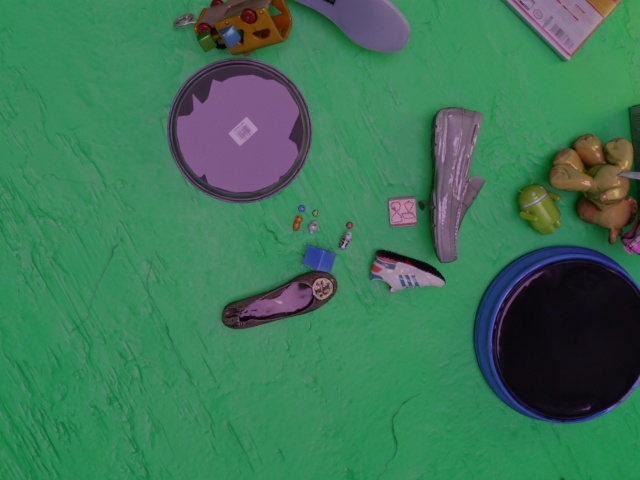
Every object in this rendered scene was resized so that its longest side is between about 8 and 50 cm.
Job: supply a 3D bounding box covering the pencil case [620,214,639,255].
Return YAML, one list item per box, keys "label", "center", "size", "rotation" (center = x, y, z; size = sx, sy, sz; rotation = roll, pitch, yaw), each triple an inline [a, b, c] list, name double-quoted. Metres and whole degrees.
- label: "pencil case"
  center: [0.671, -0.062, 1.488]
  size: [0.098, 0.095, 0.209]
  rotation: [-4, 127, -32]

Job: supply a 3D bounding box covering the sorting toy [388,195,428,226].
- label: "sorting toy"
  center: [0.185, -0.062, 1.600]
  size: [0.083, 0.012, 0.062]
  rotation: [-5, 92, -2]

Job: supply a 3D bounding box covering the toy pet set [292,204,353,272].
- label: "toy pet set"
  center: [0.000, 0.000, 1.559]
  size: [0.122, 0.065, 0.114]
  rotation: [18, 94, -7]

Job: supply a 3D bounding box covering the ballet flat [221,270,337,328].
- label: "ballet flat"
  center: [-0.083, 0.127, 1.567]
  size: [0.250, 0.058, 0.084]
  rotation: [-16, 98, -4]

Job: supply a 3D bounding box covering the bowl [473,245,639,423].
- label: "bowl"
  center: [0.527, 0.206, 1.634]
  size: [0.392, 0.077, 0.390]
  rotation: [-1, 96, -6]

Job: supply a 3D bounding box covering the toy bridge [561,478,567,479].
- label: "toy bridge"
  center: [0.494, 0.610, 1.696]
  size: [0.063, 0.026, 0.188]
  rotation: [32, 91, -7]

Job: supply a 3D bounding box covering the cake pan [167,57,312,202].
- label: "cake pan"
  center: [-0.159, -0.219, 1.525]
  size: [0.293, 0.054, 0.293]
  rotation: [-1, 96, -7]

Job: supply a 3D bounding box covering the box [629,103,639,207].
- label: "box"
  center: [0.748, -0.139, 1.589]
  size: [0.121, 0.148, 0.310]
  rotation: [-9, 98, -6]

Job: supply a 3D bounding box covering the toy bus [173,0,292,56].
- label: "toy bus"
  center: [-0.155, -0.411, 1.477]
  size: [0.191, 0.202, 0.104]
  rotation: [-38, 129, -8]

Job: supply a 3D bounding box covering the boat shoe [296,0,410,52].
- label: "boat shoe"
  center: [0.046, -0.479, 1.495]
  size: [0.306, 0.105, 0.113]
  rotation: [26, 134, 2]

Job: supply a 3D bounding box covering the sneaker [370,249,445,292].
- label: "sneaker"
  center: [0.179, 0.078, 1.599]
  size: [0.161, 0.057, 0.075]
  rotation: [19, 110, -9]

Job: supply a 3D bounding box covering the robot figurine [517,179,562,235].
- label: "robot figurine"
  center: [0.459, -0.068, 1.602]
  size: [0.101, 0.067, 0.115]
  rotation: [-37, 99, -27]

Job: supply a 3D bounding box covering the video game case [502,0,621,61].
- label: "video game case"
  center: [0.535, -0.546, 1.582]
  size: [0.204, 0.025, 0.285]
  rotation: [41, 91, -8]

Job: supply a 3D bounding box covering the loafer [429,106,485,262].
- label: "loafer"
  center: [0.281, -0.111, 1.556]
  size: [0.112, 0.112, 0.319]
  rotation: [2, 95, 2]

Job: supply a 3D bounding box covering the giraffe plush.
- label: "giraffe plush"
  center: [0.588, -0.097, 1.580]
  size: [0.181, 0.210, 0.170]
  rotation: [-38, 132, -14]
